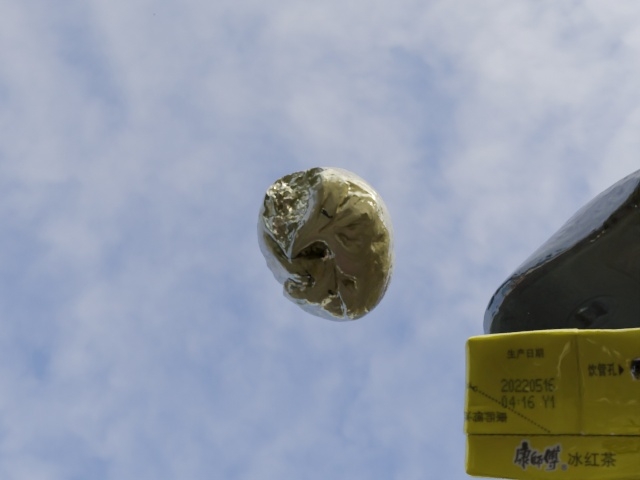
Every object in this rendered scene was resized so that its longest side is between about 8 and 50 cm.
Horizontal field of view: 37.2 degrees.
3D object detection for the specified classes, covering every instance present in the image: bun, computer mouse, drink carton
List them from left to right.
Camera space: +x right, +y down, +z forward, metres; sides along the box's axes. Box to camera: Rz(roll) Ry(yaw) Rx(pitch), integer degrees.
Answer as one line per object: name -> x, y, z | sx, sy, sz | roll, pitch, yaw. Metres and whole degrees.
bun -> 0.000, 0.000, 1.348 | 0.237, 0.116, 0.210 | 43, -68, 19
computer mouse -> 0.355, 0.044, 1.168 | 0.188, 0.122, 0.371 | 38, -51, -7
drink carton -> 0.253, 0.143, 0.790 | 0.154, 0.351, 0.111 | -6, -103, 30
